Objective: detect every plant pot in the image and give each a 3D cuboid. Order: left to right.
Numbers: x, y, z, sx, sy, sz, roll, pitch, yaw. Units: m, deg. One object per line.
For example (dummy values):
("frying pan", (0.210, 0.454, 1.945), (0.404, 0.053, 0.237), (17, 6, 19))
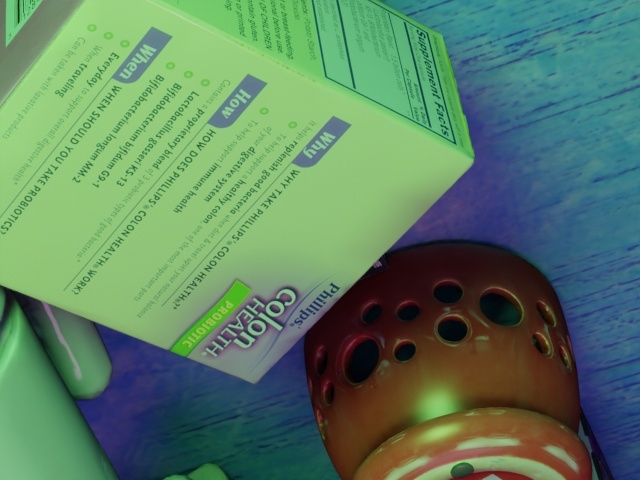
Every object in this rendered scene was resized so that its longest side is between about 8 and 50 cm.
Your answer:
("plant pot", (0.093, 0.126, 1.315), (0.191, 0.174, 0.191), (-7, 138, -6))

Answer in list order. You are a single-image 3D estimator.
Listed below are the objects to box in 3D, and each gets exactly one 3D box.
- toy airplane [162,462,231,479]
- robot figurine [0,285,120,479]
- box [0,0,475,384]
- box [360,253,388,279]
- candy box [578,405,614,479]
("toy airplane", (-0.206, 0.306, 1.410), (0.384, 0.272, 0.386), (-5, 110, -35))
("robot figurine", (-0.244, 0.122, 1.121), (0.200, 0.300, 0.353), (10, 137, 40))
("box", (-0.078, -0.060, 1.059), (0.243, 0.117, 0.213), (24, 126, -28))
("box", (0.000, 0.000, 1.276), (0.067, 0.018, 0.083), (-21, 135, 11))
("candy box", (0.210, 0.260, 1.428), (0.071, 0.233, 0.159), (-20, 136, 10))
